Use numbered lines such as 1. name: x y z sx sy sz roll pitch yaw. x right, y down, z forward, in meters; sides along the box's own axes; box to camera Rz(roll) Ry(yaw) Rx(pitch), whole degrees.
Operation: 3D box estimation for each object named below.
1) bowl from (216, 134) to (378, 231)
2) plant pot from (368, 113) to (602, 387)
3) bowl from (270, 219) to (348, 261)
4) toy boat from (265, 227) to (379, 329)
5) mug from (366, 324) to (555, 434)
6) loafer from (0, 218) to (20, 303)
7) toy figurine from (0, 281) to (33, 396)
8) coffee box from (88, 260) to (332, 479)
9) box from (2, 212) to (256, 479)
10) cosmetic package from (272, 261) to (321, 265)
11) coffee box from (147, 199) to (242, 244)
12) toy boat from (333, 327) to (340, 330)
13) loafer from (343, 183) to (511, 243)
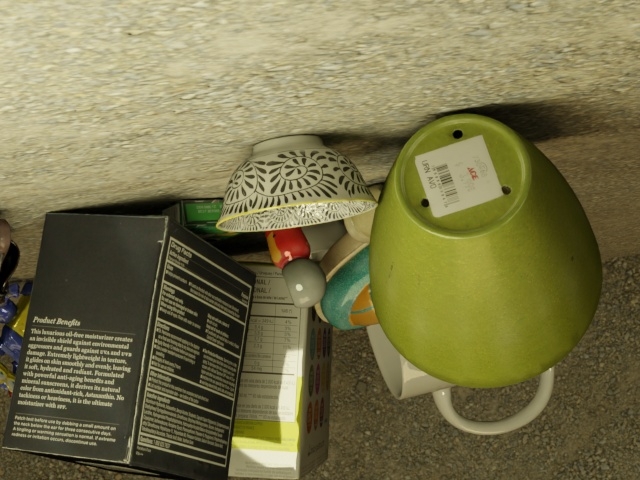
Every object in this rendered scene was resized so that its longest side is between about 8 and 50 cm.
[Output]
1. bowl: -0.029 -0.062 1.350 0.170 0.080 0.170 -7 173 -1
2. plant pot: 0.166 -0.010 1.409 0.274 0.275 0.293 -9 158 8
3. bowl: 0.000 0.000 2.037 0.142 0.053 0.142 -12 172 23
4. toy boat: 0.053 0.046 1.876 0.318 0.148 0.267 11 135 -42
5. mug: 0.263 0.140 2.185 0.328 0.374 0.276 -14 179 -8
6. loafer: -0.409 0.030 1.607 0.095 0.109 0.302 -11 171 -7
7. toy figurine: -0.531 0.134 2.263 0.362 0.217 0.191 46 161 -26
8. coffee box: -0.166 0.203 2.152 0.338 0.335 0.337 2 176 7
9. box: -0.229 0.143 1.650 0.182 0.294 0.296 4 166 20
10. cosmetic package: 0.036 0.061 2.404 0.237 0.107 0.127 -11 173 1
11. coffee box: -0.173 -0.019 1.718 0.113 0.040 0.184 -2 171 -31
12. toy boat: 0.067 0.084 2.596 0.231 0.151 0.151 -9 -158 5
13. loafer: 0.164 -0.033 1.742 0.268 0.102 0.092 -4 178 -27
